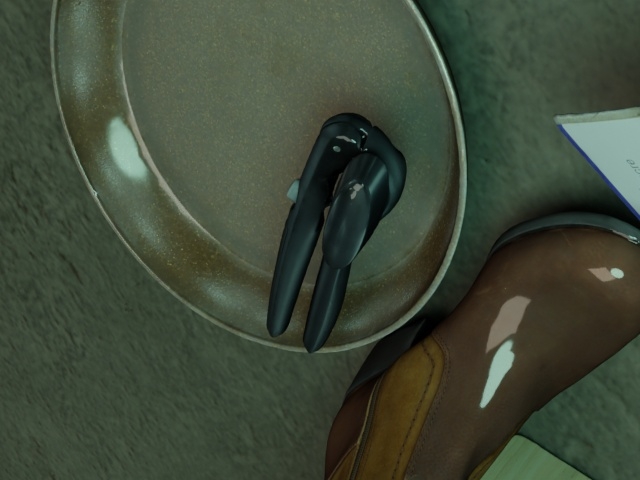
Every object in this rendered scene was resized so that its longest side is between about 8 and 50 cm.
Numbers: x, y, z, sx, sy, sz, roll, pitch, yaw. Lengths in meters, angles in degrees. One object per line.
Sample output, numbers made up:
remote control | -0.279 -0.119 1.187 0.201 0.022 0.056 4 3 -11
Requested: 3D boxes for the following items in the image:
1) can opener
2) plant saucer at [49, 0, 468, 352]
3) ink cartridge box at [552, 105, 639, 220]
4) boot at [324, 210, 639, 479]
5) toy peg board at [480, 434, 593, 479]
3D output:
can opener | 0.000 0.000 0.880 0.059 0.073 0.186 34 140 8
plant saucer | -0.036 -0.079 0.933 0.311 0.050 0.310 20 126 30
ink cartridge box | 0.284 0.030 0.632 0.303 0.072 0.307 45 169 -19
boot | 0.060 0.132 0.806 0.096 0.280 0.264 43 137 -18
toy peg board | 0.135 0.230 0.906 0.161 0.161 0.079 31 145 21
